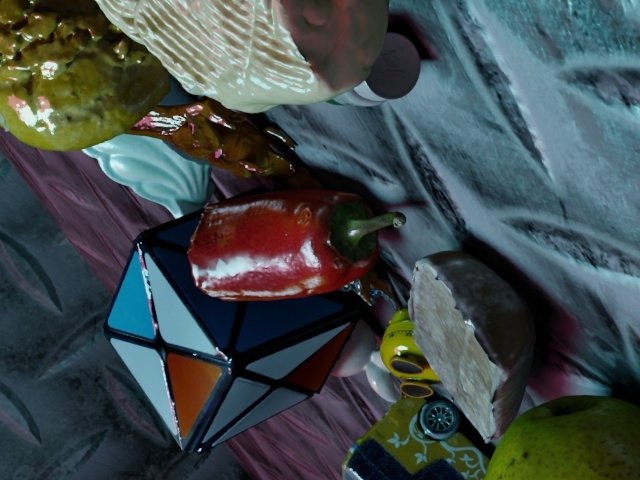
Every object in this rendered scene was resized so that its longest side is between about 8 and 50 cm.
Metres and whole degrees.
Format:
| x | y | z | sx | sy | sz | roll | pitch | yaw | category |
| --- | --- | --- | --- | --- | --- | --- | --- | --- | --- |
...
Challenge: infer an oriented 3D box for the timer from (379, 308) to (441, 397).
| x | y | z | sx | sy | sz | roll | pitch | yaw | category |
| --- | --- | --- | --- | --- | --- | --- | --- | --- | --- |
| 0.134 | 0.141 | 2.103 | 0.107 | 0.109 | 0.107 | 14 | 147 | 9 | timer |

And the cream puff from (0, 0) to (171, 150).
| x | y | z | sx | sy | sz | roll | pitch | yaw | category |
| --- | --- | --- | --- | --- | --- | --- | --- | --- | --- |
| -0.307 | -0.276 | 1.780 | 0.231 | 0.327 | 0.343 | 72 | -168 | -49 | cream puff |

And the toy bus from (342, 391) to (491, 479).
| x | y | z | sx | sy | sz | roll | pitch | yaw | category |
| --- | --- | --- | --- | --- | --- | --- | --- | --- | --- |
| 0.195 | 0.392 | 2.318 | 0.323 | 0.194 | 0.162 | 43 | 163 | 18 | toy bus |

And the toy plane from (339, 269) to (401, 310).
| x | y | z | sx | sy | sz | roll | pitch | yaw | category |
| --- | --- | --- | --- | --- | --- | --- | --- | --- | --- |
| 0.057 | 0.053 | 2.104 | 0.188 | 0.062 | 0.135 | 60 | -173 | -47 | toy plane |

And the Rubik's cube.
| x | y | z | sx | sy | sz | roll | pitch | yaw | category |
| --- | --- | --- | --- | --- | --- | --- | --- | --- | --- |
| -0.124 | 0.110 | 2.192 | 0.246 | 0.248 | 0.250 | 53 | 142 | 22 | Rubik's cube |

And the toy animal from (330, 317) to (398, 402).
| x | y | z | sx | sy | sz | roll | pitch | yaw | category |
| --- | --- | --- | --- | --- | --- | --- | --- | --- | --- |
| 0.038 | 0.153 | 2.313 | 0.212 | 0.124 | 0.124 | 28 | 156 | 35 | toy animal |

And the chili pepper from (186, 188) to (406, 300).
| x | y | z | sx | sy | sz | roll | pitch | yaw | category |
| --- | --- | --- | --- | --- | --- | --- | --- | --- | --- |
| 0.002 | -0.002 | 1.957 | 0.338 | 0.134 | 0.131 | -11 | 134 | 33 | chili pepper |

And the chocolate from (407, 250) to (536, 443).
| x | y | z | sx | sy | sz | roll | pitch | yaw | category |
| --- | --- | --- | --- | --- | --- | --- | --- | --- | --- |
| 0.187 | 0.118 | 1.851 | 0.185 | 0.100 | 0.303 | 53 | 165 | 22 | chocolate |

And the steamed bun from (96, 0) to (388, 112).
| x | y | z | sx | sy | sz | roll | pitch | yaw | category |
| --- | --- | --- | --- | --- | --- | --- | --- | --- | --- |
| -0.061 | -0.267 | 1.403 | 0.289 | 0.203 | 0.276 | 16 | 139 | 37 | steamed bun |

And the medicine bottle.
| x | y | z | sx | sy | sz | roll | pitch | yaw | category |
| --- | --- | --- | --- | --- | --- | --- | --- | --- | --- |
| 0.041 | -0.173 | 1.559 | 0.080 | 0.080 | 0.130 | 54 | 163 | -21 | medicine bottle |

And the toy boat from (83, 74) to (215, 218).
| x | y | z | sx | sy | sz | roll | pitch | yaw | category |
| --- | --- | --- | --- | --- | --- | --- | --- | --- | --- |
| -0.244 | -0.164 | 2.209 | 0.100 | 0.199 | 0.290 | -26 | 110 | 39 | toy boat |

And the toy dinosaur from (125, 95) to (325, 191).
| x | y | z | sx | sy | sz | roll | pitch | yaw | category |
| --- | --- | --- | --- | --- | --- | --- | --- | --- | --- |
| -0.164 | -0.163 | 2.028 | 0.432 | 0.097 | 0.208 | 25 | 149 | 7 | toy dinosaur |

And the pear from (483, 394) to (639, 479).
| x | y | z | sx | sy | sz | roll | pitch | yaw | category |
| --- | --- | --- | --- | --- | --- | --- | --- | --- | --- |
| 0.300 | 0.306 | 1.709 | 0.294 | 0.294 | 0.294 | 43 | 164 | 16 | pear |
